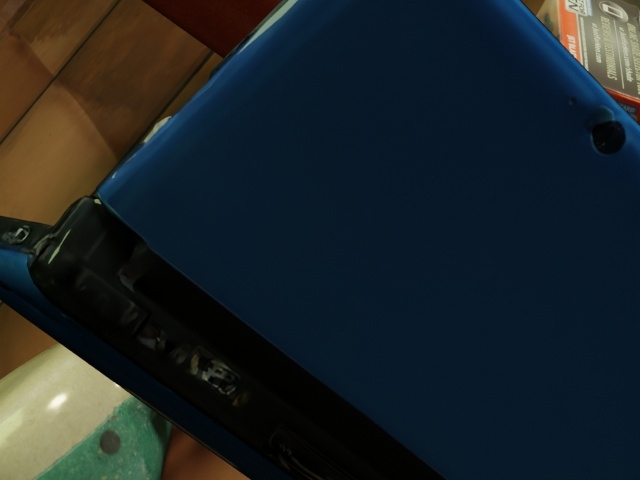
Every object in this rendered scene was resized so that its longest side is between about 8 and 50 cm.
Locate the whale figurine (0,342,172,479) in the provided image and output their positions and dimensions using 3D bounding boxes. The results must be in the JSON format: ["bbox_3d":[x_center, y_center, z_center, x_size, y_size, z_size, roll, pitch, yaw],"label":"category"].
[{"bbox_3d":[-0.158,0.138,0.949,0.216,0.141,0.272,-29,9,37],"label":"whale figurine"}]

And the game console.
[{"bbox_3d":[0.024,0.028,0.579,0.173,0.293,0.250,-56,26,-14],"label":"game console"}]

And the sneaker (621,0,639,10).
[{"bbox_3d":[0.235,-0.135,0.703,0.121,0.079,0.217,-33,38,3],"label":"sneaker"}]

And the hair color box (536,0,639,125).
[{"bbox_3d":[0.116,-0.045,0.726,0.093,0.053,0.167,-83,15,-48],"label":"hair color box"}]

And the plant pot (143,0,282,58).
[{"bbox_3d":[-0.059,-0.276,1.144,0.272,0.265,0.272,-38,29,25],"label":"plant pot"}]
